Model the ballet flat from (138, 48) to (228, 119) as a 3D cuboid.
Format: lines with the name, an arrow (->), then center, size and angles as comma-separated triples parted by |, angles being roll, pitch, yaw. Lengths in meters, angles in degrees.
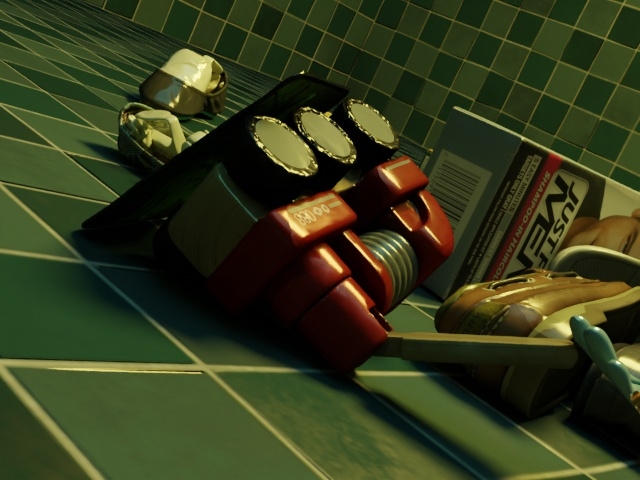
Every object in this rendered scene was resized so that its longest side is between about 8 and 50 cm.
ballet flat -> -0.203, -0.242, 1.381 | 0.095, 0.096, 0.280 | 26, 11, 2

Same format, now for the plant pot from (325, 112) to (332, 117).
plant pot -> -0.001, -0.151, 1.400 | 0.134, 0.095, 0.134 | 24, 10, -5

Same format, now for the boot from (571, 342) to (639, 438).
boot -> 0.375, 0.156, 0.763 | 0.338, 0.118, 0.222 | 20, 6, -46

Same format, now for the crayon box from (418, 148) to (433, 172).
crayon box -> 0.361, -0.010, 1.513 | 0.313, 0.106, 0.363 | 21, 12, -28

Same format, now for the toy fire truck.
toy fire truck -> 0.048, 0.019, 0.628 | 0.246, 0.158, 0.217 | 49, 28, 9

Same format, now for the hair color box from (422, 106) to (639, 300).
hair color box -> 0.266, -0.005, 1.064 | 0.374, 0.185, 0.113 | 15, 14, -42

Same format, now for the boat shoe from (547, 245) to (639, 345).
boat shoe -> 0.370, 0.097, 1.025 | 0.320, 0.118, 0.103 | 25, 4, -21

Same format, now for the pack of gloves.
pack of gloves -> 0.237, 0.133, 0.495 | 0.232, 0.046, 0.195 | 45, 8, -21

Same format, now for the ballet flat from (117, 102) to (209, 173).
ballet flat -> -0.131, -0.082, 0.859 | 0.188, 0.070, 0.070 | 26, 10, 30

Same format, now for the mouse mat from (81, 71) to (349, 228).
mouse mat -> -0.070, -0.062, 0.654 | 0.007, 0.189, 0.152 | 59, 15, 3

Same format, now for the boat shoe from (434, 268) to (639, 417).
boat shoe -> 0.202, 0.068, 0.779 | 0.104, 0.111, 0.307 | 32, 13, 29
